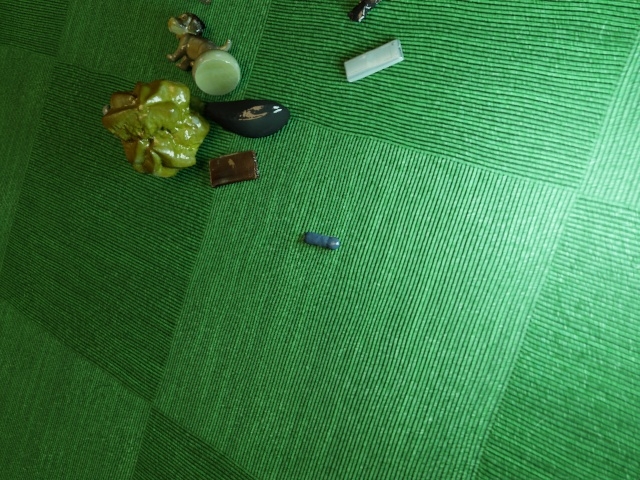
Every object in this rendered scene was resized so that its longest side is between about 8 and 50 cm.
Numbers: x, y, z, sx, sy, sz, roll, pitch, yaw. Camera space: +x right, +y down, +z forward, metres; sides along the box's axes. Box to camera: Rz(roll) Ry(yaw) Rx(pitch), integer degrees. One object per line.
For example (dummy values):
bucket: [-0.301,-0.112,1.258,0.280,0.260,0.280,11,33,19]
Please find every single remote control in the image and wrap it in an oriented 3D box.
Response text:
remote control: [0.139,-0.479,1.478,0.162,0.029,0.061,-17,79,28]

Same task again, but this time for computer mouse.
computer mouse: [-0.215,-0.344,1.611,0.269,0.137,0.086,5,79,29]

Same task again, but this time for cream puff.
cream puff: [-0.519,-0.332,1.717,0.323,0.269,0.275,-10,86,31]

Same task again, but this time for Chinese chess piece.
Chinese chess piece: [-0.315,-0.508,1.680,0.144,0.144,0.059,-32,48,24]

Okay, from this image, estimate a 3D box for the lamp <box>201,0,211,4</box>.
lamp: [-0.488,-0.868,1.842,0.325,0.089,0.090,27,99,30]

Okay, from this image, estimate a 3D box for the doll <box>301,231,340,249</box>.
doll: [0.000,0.000,1.524,0.125,0.027,0.037,14,92,33]

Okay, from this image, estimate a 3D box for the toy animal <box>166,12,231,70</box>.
toy animal: [-0.402,-0.616,1.761,0.233,0.121,0.169,40,95,23]

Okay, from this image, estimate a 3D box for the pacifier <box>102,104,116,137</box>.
pacifier: [-0.692,-0.432,1.914,0.150,0.116,0.127,-49,39,22]

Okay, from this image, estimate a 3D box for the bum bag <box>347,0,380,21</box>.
bum bag: [0.128,-0.636,1.494,0.124,0.034,0.058,-40,59,21]

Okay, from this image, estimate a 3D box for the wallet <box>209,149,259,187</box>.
wallet: [-0.264,-0.218,1.695,0.176,0.026,0.095,-9,87,30]
